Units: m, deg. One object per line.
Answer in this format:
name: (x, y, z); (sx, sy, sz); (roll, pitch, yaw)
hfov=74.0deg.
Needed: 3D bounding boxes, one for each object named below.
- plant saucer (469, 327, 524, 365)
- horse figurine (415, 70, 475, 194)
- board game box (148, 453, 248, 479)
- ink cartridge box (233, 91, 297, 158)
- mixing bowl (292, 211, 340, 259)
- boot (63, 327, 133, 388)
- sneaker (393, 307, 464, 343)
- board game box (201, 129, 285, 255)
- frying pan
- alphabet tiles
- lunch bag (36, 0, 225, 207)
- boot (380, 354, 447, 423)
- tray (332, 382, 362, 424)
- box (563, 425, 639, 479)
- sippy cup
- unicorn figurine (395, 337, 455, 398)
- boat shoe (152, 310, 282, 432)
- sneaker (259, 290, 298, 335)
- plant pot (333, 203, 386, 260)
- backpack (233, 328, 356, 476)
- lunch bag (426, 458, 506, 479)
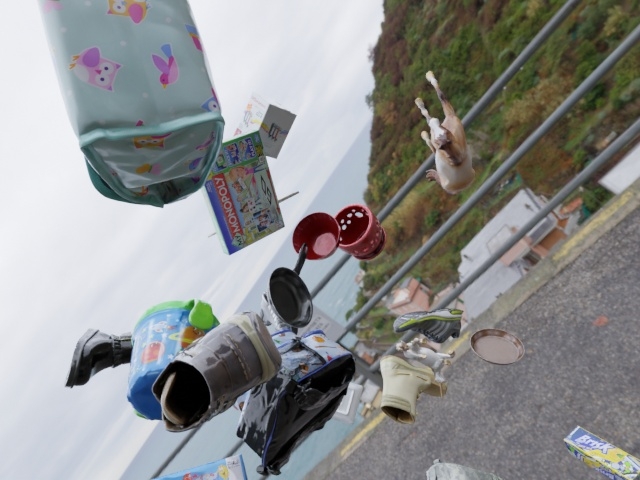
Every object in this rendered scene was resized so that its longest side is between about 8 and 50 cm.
plant saucer: (0.583, 0.357, 1.409); (0.168, 0.168, 0.029); (-62, -28, -58)
horse figurine: (0.213, -0.153, 0.723); (0.066, 0.174, 0.263); (-21, -31, 10)
board game box: (-0.343, 0.649, 1.033); (0.302, 0.308, 0.086); (108, 148, -46)
ink cartridge box: (-0.193, -0.398, 1.470); (0.127, 0.128, 0.176); (8, -62, -46)
mixing bowl: (0.000, 0.000, 1.525); (0.181, 0.181, 0.098); (-55, -32, -5)
boot: (-0.720, 0.414, 1.499); (0.348, 0.260, 0.131); (-135, 62, -71)
sneaker: (0.406, 0.320, 1.559); (0.111, 0.299, 0.121); (161, 106, -68)
board game box: (-0.238, -0.142, 1.263); (0.213, 0.317, 0.046); (-30, 30, -31)
frying pan: (-0.104, 0.123, 1.334); (0.053, 0.197, 0.326); (-29, 52, 28)
alphabet tiles: (-0.248, -0.098, 1.583); (0.342, 0.011, 0.285); (-31, 7, -32)
lunch bag: (-0.215, -0.171, 0.506); (0.160, 0.223, 0.262); (-16, -5, -18)
boot: (0.315, 0.521, 1.420); (0.095, 0.262, 0.203); (-53, 15, 35)
tray: (0.010, 0.568, 1.576); (0.030, 0.270, 0.145); (80, -153, -60)
box: (0.678, 0.519, 1.011); (0.059, 0.054, 0.169); (-33, 17, -15)
sippy cup: (-0.365, 0.306, 1.049); (0.224, 0.240, 0.306); (-105, 11, -61)
unicorn figurine: (0.230, 0.252, 0.892); (0.060, 0.162, 0.111); (-50, -6, -27)
boat shoe: (-0.196, 0.218, 0.659); (0.130, 0.132, 0.355); (-21, -19, -43)
sneaker: (-0.173, 0.319, 1.682); (0.086, 0.229, 0.132); (-8, -39, -37)
plant pot: (0.157, -0.026, 1.667); (0.191, 0.174, 0.191); (-17, 58, 30)
backpack: (-0.054, 0.325, 0.948); (0.263, 0.213, 0.277); (-8, -52, -45)
lunch bag: (0.420, 0.802, 1.183); (0.305, 0.256, 0.213); (-68, 4, -51)
